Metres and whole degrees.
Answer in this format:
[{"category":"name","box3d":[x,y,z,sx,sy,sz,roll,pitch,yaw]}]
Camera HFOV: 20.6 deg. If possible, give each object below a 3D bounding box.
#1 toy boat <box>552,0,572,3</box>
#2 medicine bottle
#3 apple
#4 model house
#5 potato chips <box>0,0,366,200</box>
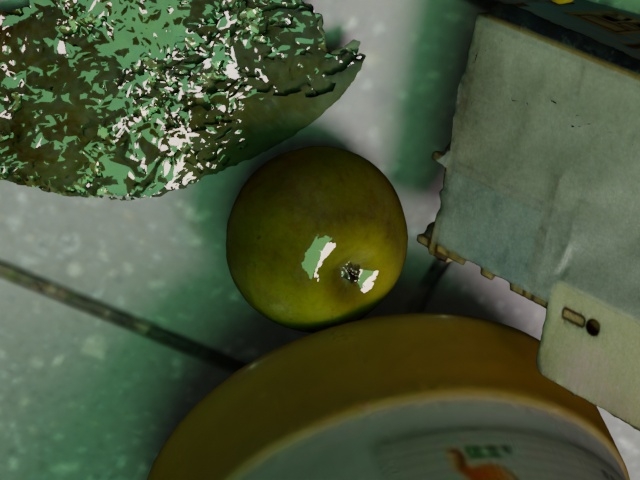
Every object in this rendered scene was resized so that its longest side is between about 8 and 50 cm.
[{"category":"toy boat","box3d":[0.240,-0.163,0.779,0.318,0.141,0.099,-8,70,-12]},{"category":"medicine bottle","box3d":[0.051,0.192,0.808,0.238,0.232,0.238,-10,133,-10]},{"category":"apple","box3d":[0.000,0.000,0.832,0.090,0.074,0.089,-16,123,-25]},{"category":"model house","box3d":[0.210,-0.011,0.809,0.206,0.271,0.178,-13,119,-44]},{"category":"potato chips","box3d":[-0.086,-0.082,0.809,0.209,0.026,0.142,10,109,-14]}]
